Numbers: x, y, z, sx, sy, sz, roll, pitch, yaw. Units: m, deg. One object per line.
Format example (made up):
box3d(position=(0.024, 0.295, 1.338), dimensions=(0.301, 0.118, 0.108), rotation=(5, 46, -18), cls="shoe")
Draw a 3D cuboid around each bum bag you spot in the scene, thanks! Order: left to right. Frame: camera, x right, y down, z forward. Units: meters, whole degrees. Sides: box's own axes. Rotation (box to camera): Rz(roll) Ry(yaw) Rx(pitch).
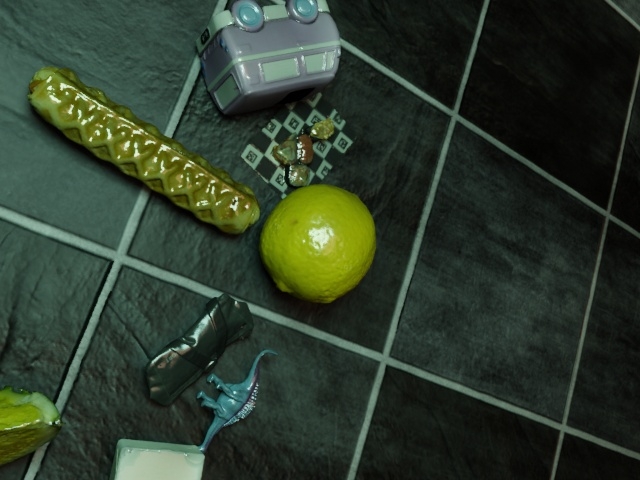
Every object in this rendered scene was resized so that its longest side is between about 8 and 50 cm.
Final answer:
box3d(position=(-0.184, 0.157, 0.917), dimensions=(0.197, 0.049, 0.087), rotation=(-43, 131, -25), cls="bum bag")

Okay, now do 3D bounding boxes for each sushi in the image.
box3d(position=(-0.023, -0.166, 1.036), dimensions=(0.139, 0.031, 0.201), rotation=(45, 67, -19), cls="sushi")

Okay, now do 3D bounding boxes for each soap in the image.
box3d(position=(-0.238, 0.378, 0.853), dimensions=(0.121, 0.063, 0.183), rotation=(14, 80, -22), cls="soap")

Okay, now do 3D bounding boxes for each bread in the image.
box3d(position=(-0.241, -0.121, 0.884), dimensions=(0.367, 0.084, 0.077), rotation=(34, 111, -25), cls="bread")

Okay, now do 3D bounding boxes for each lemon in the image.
box3d(position=(0.000, 0.000, 0.957), dimensions=(0.178, 0.178, 0.203), rotation=(46, 68, -19), cls="lemon")

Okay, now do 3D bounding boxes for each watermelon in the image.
box3d(position=(-0.455, 0.240, 0.708), dimensions=(0.300, 0.129, 0.123), rotation=(-9, 89, -24), cls="watermelon")

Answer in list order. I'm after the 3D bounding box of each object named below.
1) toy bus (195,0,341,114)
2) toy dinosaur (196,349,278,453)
box3d(position=(-0.074, -0.286, 0.956), dimensions=(0.202, 0.142, 0.142), rotation=(-20, 91, -28), cls="toy bus")
box3d(position=(-0.139, 0.240, 0.938), dimensions=(0.080, 0.045, 0.197), rotation=(45, 75, -26), cls="toy dinosaur")
